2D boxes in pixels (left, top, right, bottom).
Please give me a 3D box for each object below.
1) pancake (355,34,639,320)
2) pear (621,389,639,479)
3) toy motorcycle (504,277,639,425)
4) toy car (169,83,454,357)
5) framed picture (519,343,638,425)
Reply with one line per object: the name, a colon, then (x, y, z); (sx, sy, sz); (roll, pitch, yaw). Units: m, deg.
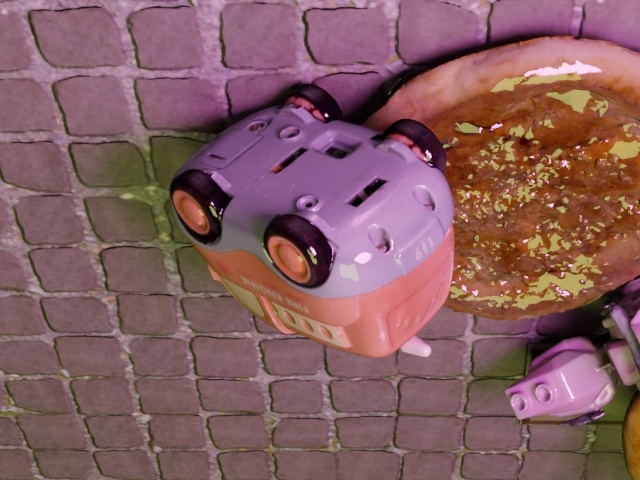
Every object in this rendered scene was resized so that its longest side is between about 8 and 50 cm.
pancake: (0.199, -0.046, 1.274); (0.382, 0.071, 0.382); (1, 138, 1)
pear: (0.455, 0.231, 1.472); (0.197, 0.197, 0.197); (2, 139, 1)
toy motorcycle: (0.327, 0.123, 1.358); (0.188, 0.143, 0.327); (-18, 173, -46)
toy car: (0.000, 0.000, 1.186); (0.270, 0.180, 0.212); (24, 142, 38)
framed picture: (0.362, 0.178, 1.563); (0.231, 0.010, 0.173); (0, 139, 3)
